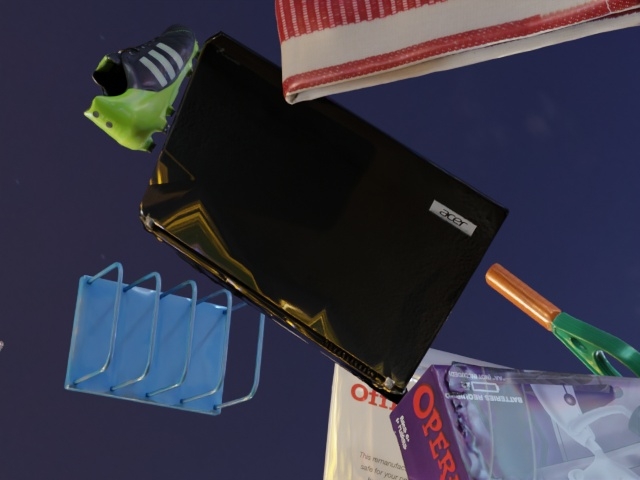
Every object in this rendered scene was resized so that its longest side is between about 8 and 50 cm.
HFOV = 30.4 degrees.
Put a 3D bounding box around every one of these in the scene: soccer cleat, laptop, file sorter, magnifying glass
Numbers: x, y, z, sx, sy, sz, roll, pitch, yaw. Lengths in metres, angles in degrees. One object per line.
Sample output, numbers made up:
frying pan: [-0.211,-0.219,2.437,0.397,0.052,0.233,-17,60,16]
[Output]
soccer cleat: [-0.151,-0.145,1.005,0.072,0.179,0.060,32,-55,-17]
laptop: [0.000,0.000,0.872,0.136,0.234,0.264,-55,-12,-6]
file sorter: [-0.153,0.100,1.190,0.170,0.104,0.118,15,-112,-29]
magnifying glass: [0.259,0.096,1.190,0.026,0.231,0.092,-45,-33,-13]

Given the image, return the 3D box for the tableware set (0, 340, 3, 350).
tableware set: [-0.395,0.106,1.103,0.141,0.169,0.020,-49,-17,-41]

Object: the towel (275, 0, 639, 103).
towel: [0.074,-0.260,0.721,0.037,0.237,0.329,29,-124,-57]

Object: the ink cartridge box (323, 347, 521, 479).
ink cartridge box: [0.113,0.252,1.129,0.117,0.201,0.278,-13,-69,-59]

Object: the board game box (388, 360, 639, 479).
board game box: [0.211,0.157,0.503,0.347,0.208,0.056,6,-38,-26]
